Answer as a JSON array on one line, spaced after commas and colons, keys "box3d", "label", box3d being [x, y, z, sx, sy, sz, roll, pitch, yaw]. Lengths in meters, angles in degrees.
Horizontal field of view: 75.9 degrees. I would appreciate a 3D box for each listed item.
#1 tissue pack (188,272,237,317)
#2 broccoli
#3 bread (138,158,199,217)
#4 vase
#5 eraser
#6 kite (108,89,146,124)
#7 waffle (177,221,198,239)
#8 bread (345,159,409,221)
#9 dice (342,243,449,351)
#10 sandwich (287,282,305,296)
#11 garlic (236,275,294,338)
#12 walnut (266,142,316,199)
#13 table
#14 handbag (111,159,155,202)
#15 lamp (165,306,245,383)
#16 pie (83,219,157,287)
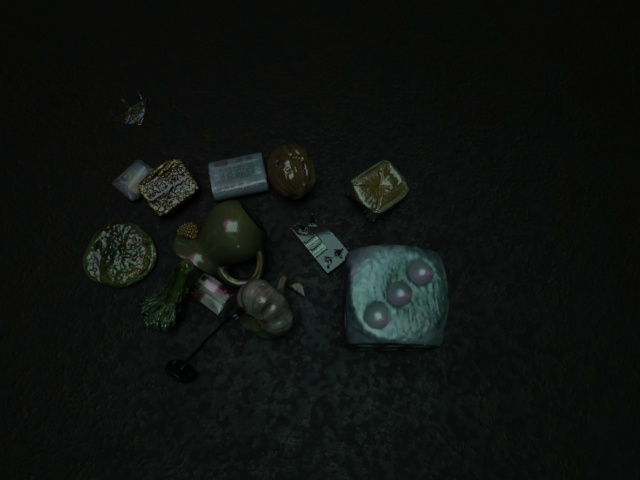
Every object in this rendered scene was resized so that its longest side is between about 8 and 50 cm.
[{"box3d": [-0.405, 0.206, 1.559, 0.149, 0.099, 0.106, 34, 77, 10], "label": "tissue pack"}, {"box3d": [-0.542, 0.188, 1.490, 0.165, 0.145, 0.304, 43, 112, 18], "label": "broccoli"}, {"box3d": [-0.614, -0.212, 1.660, 0.222, 0.096, 0.181, -41, 100, -12], "label": "bread"}, {"box3d": [-0.343, 0.037, 1.554, 0.302, 0.241, 0.329, -38, 91, 2], "label": "vase"}, {"box3d": [-0.339, -0.262, 1.701, 0.227, 0.081, 0.174, -12, 78, -4], "label": "eraser"}, {"box3d": [-0.840, -0.572, 1.828, 0.183, 0.010, 0.160, -37, 81, -6], "label": "kite"}, {"box3d": [-0.542, -0.036, 1.672, 0.085, 0.016, 0.078, -11, 70, -3], "label": "waffle"}, {"box3d": [0.232, -0.200, 1.666, 0.210, 0.110, 0.192, -38, 84, -9], "label": "bread"}, {"box3d": [0.244, 0.213, 1.435, 0.328, 0.330, 0.348, 1, 76, 1], "label": "dice"}, {"box3d": [-0.084, 0.183, 1.599, 0.083, 0.031, 0.044, 34, 79, 10], "label": "sandwich"}, {"box3d": [-0.181, 0.221, 1.516, 0.245, 0.245, 0.253, 31, 48, 9], "label": "garlic"}, {"box3d": [-0.118, -0.277, 1.648, 0.198, 0.198, 0.244, -18, 74, -5], "label": "walnut"}, {"box3d": [0.000, 0.000, 1.609, 0.122, 0.111, 0.240, -38, 77, -9], "label": "table"}, {"box3d": [-0.755, -0.254, 1.700, 0.117, 0.095, 0.173, 42, 84, -5], "label": "handbag"}, {"box3d": [-0.384, 0.376, 1.455, 0.371, 0.130, 0.108, -38, 91, 7], "label": "lamp"}, {"box3d": [-0.791, 0.058, 1.615, 0.277, 0.078, 0.276, 0, 76, 1], "label": "pie"}]
